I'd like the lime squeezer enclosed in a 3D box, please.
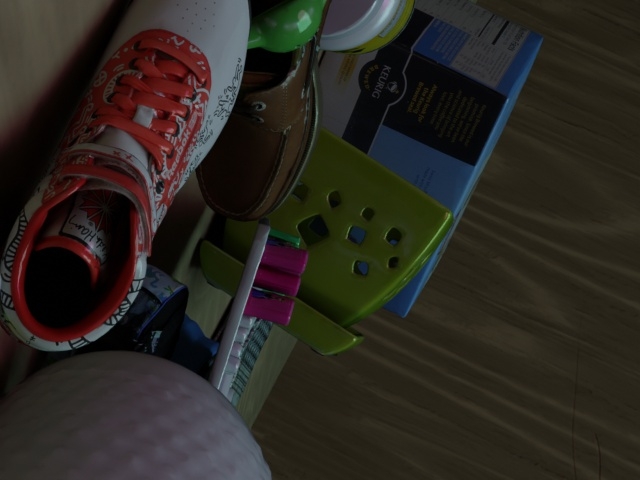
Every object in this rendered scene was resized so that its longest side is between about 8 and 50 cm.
[{"bbox_3d":[-0.034,-0.200,1.092,0.310,0.110,0.059,-63,-175,-12],"label":"lime squeezer"}]

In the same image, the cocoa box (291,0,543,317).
[{"bbox_3d":[0.098,-0.127,2.042,0.347,0.228,0.231,-67,174,31],"label":"cocoa box"}]

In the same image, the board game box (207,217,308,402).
[{"bbox_3d":[-0.092,0.173,1.453,0.390,0.050,0.390,-136,-116,-88],"label":"board game box"}]

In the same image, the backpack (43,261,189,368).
[{"bbox_3d":[-0.158,0.070,1.265,0.114,0.084,0.105,-49,165,-53],"label":"backpack"}]

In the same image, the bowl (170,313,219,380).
[{"bbox_3d":[-0.213,0.259,1.693,0.391,0.077,0.391,-63,174,-11],"label":"bowl"}]

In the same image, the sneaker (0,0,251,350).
[{"bbox_3d":[-0.109,-0.054,0.962,0.270,0.090,0.145,-60,-168,-3],"label":"sneaker"}]

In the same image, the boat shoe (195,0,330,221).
[{"bbox_3d":[-0.055,-0.139,1.235,0.104,0.111,0.307,-49,155,-56],"label":"boat shoe"}]

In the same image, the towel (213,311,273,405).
[{"bbox_3d":[-0.089,0.110,2.305,0.312,0.056,0.324,-63,174,-11],"label":"towel"}]

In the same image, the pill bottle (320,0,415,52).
[{"bbox_3d":[0.016,-0.221,1.386,0.119,0.119,0.208,-65,174,8],"label":"pill bottle"}]

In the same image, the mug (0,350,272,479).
[{"bbox_3d":[-0.176,0.276,1.114,0.328,0.276,0.374,-82,-161,-50],"label":"mug"}]

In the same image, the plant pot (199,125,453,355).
[{"bbox_3d":[0.000,0.000,1.779,0.207,0.228,0.227,-58,175,0],"label":"plant pot"}]
